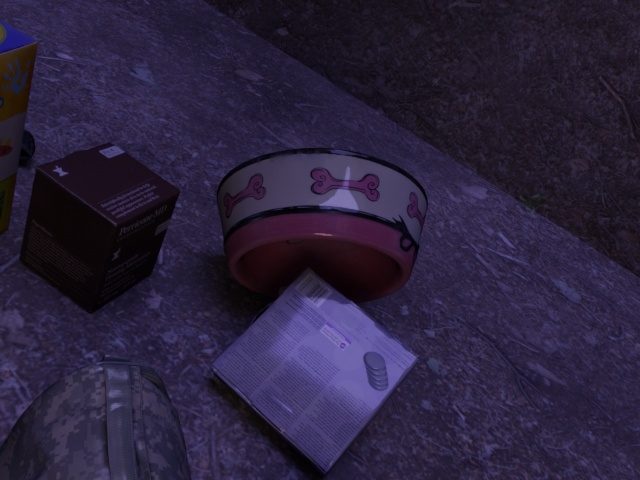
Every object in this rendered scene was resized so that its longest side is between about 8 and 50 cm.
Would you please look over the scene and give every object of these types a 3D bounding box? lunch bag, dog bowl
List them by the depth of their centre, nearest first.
[{"bbox_3d":[-0.231,0.307,0.601,0.212,0.256,0.305,8,38,-29],"label":"lunch bag"},{"bbox_3d":[0.000,0.000,1.104,0.407,0.408,0.151,13,63,-23],"label":"dog bowl"}]

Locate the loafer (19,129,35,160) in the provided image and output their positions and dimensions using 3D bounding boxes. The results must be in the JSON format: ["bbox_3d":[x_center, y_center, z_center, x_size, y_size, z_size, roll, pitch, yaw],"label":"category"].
[{"bbox_3d":[-0.676,-0.204,1.134,0.223,0.076,0.078,10,29,-34],"label":"loafer"}]

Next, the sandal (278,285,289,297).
[{"bbox_3d":[-0.007,0.204,1.084,0.265,0.076,0.102,52,21,19],"label":"sandal"}]

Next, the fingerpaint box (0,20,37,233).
[{"bbox_3d":[-0.598,-0.085,0.759,0.163,0.371,0.445,27,33,-3],"label":"fingerpaint box"}]

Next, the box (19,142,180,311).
[{"bbox_3d":[-0.378,-0.025,0.999,0.167,0.203,0.168,35,33,8],"label":"box"}]

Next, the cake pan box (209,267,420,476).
[{"bbox_3d":[-0.012,0.208,0.977,0.266,0.070,0.246,37,64,14],"label":"cake pan box"}]
